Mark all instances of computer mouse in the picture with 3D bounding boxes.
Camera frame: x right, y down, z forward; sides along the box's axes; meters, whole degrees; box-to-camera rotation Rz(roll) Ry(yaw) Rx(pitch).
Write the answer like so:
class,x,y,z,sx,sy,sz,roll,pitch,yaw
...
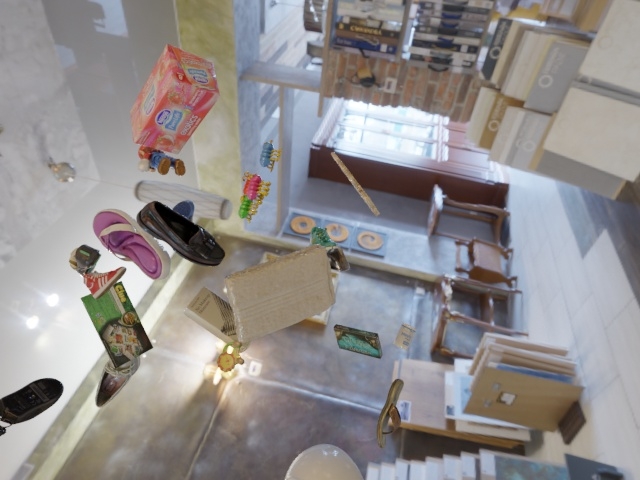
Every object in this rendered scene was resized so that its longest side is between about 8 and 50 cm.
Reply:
class,x,y,z,sx,sy,sz,roll,pitch,yaw
computer mouse,-1.067,0.586,1.493,0.272,0.188,0.072,-17,-41,-58

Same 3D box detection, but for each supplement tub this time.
class,x,y,z,sx,sy,sz,roll,pitch,yaw
supplement tub,0.379,0.429,1.872,0.071,0.070,0.107,61,-127,-80

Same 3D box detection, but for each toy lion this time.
class,x,y,z,sx,sy,sz,roll,pitch,yaw
toy lion,-0.327,0.420,1.504,0.034,0.095,0.100,85,172,-66

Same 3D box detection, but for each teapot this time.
class,x,y,z,sx,sy,sz,roll,pitch,yaw
teapot,-0.019,0.653,1.044,0.186,0.252,0.256,-3,-58,-41

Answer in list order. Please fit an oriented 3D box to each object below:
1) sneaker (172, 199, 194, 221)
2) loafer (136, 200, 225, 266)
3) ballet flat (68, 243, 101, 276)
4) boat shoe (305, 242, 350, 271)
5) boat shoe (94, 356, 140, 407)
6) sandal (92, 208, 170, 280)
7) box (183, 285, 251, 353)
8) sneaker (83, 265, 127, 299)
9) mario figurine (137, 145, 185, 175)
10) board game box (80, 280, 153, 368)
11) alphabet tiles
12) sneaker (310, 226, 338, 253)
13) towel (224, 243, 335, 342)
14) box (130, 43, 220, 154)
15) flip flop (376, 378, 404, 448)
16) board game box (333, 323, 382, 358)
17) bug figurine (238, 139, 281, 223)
class,x,y,z,sx,sy,sz,roll,pitch,yaw
sneaker,-0.564,-0.093,1.723,0.232,0.081,0.090,-42,-4,36
loafer,-0.423,-0.017,1.315,0.095,0.302,0.109,-34,33,37
ballet flat,-0.639,0.051,1.131,0.203,0.074,0.074,-24,46,55
boat shoe,0.022,0.087,1.940,0.133,0.130,0.355,65,166,-17
boat shoe,-0.813,0.540,1.661,0.320,0.118,0.103,-51,16,26
sandal,-0.683,0.005,1.449,0.102,0.415,0.170,-17,-53,-58
box,-0.373,0.304,1.596,0.113,0.275,0.094,-59,8,-34
sneaker,-0.545,0.088,1.048,0.118,0.067,0.042,-41,2,11
mario figurine,-0.784,-0.364,2.033,0.170,0.320,0.198,-52,-42,-10
board game box,-0.684,0.281,1.412,0.030,0.136,0.260,-18,96,55
alphabet tiles,0.133,-0.219,1.602,0.284,0.021,0.278,58,-172,33
sneaker,0.000,0.000,1.762,0.275,0.106,0.110,-150,53,-73
towel,-0.096,0.130,1.070,0.049,0.281,0.187,29,132,59
box,-0.456,-0.423,1.290,0.299,0.153,0.142,-35,60,37
flip flop,0.297,0.706,1.701,0.277,0.080,0.112,-65,-28,-19
board game box,0.148,0.400,1.660,0.026,0.186,0.126,-53,-42,-42
bug figurine,-0.213,-0.188,1.365,0.279,0.072,0.217,135,149,-54
